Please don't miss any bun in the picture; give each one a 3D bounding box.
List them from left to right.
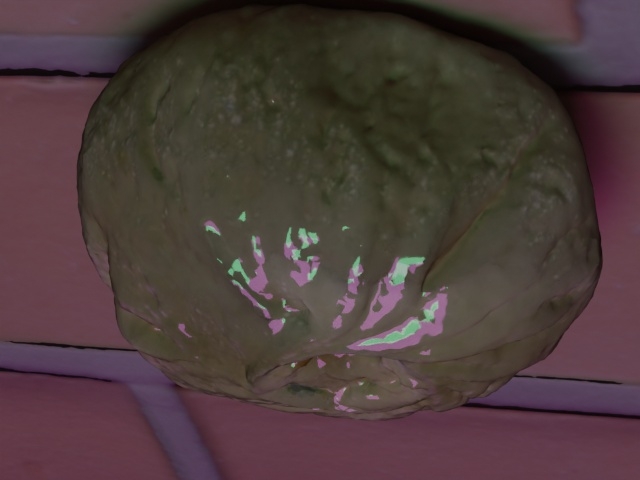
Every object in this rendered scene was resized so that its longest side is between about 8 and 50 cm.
[{"bbox_3d":[0.000,0.000,0.822,0.243,0.153,0.244,9,142,7],"label":"bun"}]
